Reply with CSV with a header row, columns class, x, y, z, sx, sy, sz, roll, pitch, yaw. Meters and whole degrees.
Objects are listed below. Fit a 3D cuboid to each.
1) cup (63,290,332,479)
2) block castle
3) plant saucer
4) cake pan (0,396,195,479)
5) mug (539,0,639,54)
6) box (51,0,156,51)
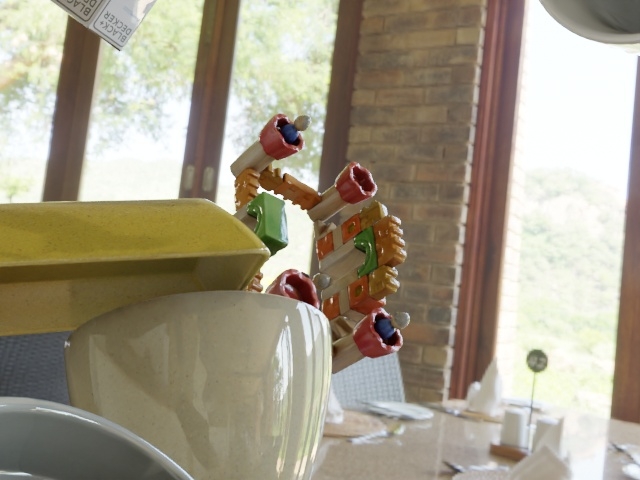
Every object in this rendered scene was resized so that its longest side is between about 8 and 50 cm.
class,x,y,z,sx,sy,sz,roll,pitch,yaw
cup,-0.135,0.236,0.797,0.331,0.236,0.331,-7,-29,-4
block castle,0.000,0.000,1.268,0.303,0.453,0.213,28,-49,-36
plant saucer,-0.253,0.031,0.757,0.333,0.080,0.333,-3,-16,-18
cake pan,-0.133,0.214,0.357,0.293,0.054,0.293,41,13,-12
mug,0.406,-0.339,0.775,0.328,0.276,0.374,-3,9,-39
box,-0.290,-0.451,0.994,0.169,0.290,0.087,39,5,17
